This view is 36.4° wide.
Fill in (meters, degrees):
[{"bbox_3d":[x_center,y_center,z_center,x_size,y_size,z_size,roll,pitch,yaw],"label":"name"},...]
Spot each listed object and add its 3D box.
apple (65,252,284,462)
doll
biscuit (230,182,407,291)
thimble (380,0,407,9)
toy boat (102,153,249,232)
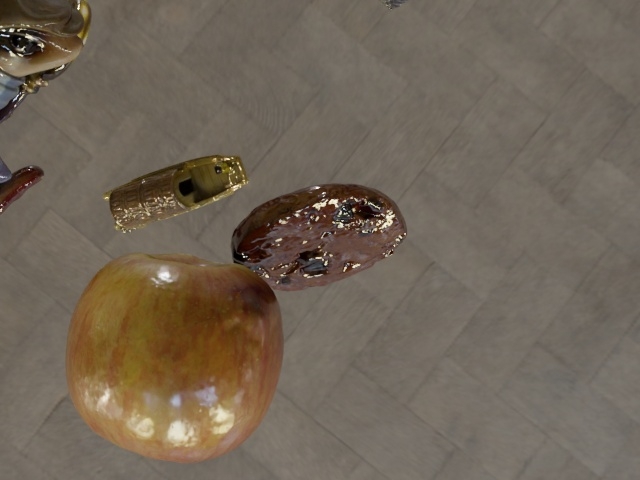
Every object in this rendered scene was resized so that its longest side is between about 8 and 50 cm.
[{"bbox_3d":[-0.137,0.107,0.936,0.211,0.211,0.188,12,92,-3],"label":"apple"},{"bbox_3d":[-0.437,-0.193,1.273,0.209,0.318,0.339,21,107,-16],"label":"doll"},{"bbox_3d":[0.000,0.000,1.020,0.192,0.192,0.049,-15,65,-6],"label":"biscuit"},{"bbox_3d":[0.112,-0.362,1.282,0.104,0.095,0.066,-46,105,0],"label":"thimble"},{"bbox_3d":[-0.191,-0.061,1.260,0.226,0.088,0.068,-15,100,28],"label":"toy boat"}]
